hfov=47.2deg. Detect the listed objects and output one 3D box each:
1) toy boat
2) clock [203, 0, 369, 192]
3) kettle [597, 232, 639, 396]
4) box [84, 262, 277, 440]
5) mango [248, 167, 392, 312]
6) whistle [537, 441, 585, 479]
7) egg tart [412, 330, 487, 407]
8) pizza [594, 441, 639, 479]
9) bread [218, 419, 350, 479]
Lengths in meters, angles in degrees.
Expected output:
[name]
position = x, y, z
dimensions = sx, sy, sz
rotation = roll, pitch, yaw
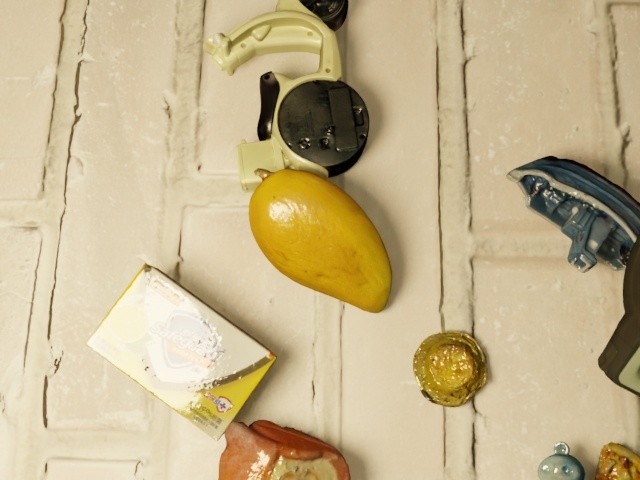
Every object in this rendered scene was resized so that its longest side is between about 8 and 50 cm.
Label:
[toy boat]
position = 0.442, -0.027, 1.219
dimensions = 0.309, 0.129, 0.142
rotation = 38, 66, 6
[clock]
position = -0.057, -0.284, 1.309
dimensions = 0.276, 0.120, 0.379
rotation = -11, 76, -5
[kettle]
position = 0.652, 0.134, 1.108
dimensions = 0.376, 0.250, 0.361
rotation = 16, 121, -9
[box]
position = -0.220, 0.177, 1.183
dimensions = 0.265, 0.097, 0.168
rotation = 37, 85, 2
[mango]
position = 0.000, 0.000, 1.218
dimensions = 0.317, 0.119, 0.176
rotation = 42, 109, -5
[whistle]
position = 0.369, 0.448, 1.125
dimensions = 0.180, 0.093, 0.269
rotation = -3, 75, 26
[egg tart]
position = 0.218, 0.210, 1.209
dimensions = 0.130, 0.052, 0.130
rotation = 0, 73, 1
[pizza]
position = 0.484, 0.414, 1.153
dimensions = 0.134, 0.046, 0.175
rotation = -38, 78, -8
[bread]
position = -0.058, 0.407, 1.115
dimensions = 0.190, 0.123, 0.244
rotation = 8, 86, -28
